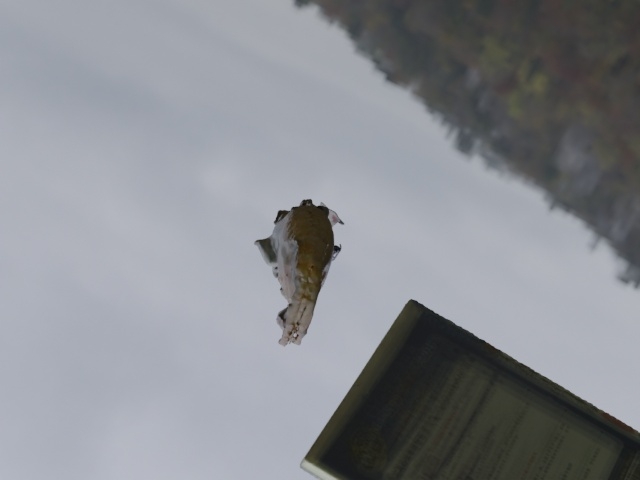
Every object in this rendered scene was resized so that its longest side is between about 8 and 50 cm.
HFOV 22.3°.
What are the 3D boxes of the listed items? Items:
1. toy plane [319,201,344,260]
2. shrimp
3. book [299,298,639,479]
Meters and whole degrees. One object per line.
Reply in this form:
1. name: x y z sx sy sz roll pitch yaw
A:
1. toy plane: 0.000 0.000 1.878 0.049 0.120 0.031 45 -125 8
2. shrimp: -0.031 0.017 1.492 0.066 0.117 0.262 23 -172 -5
3. book: 0.170 0.206 1.464 0.322 0.018 0.228 31 -131 8
